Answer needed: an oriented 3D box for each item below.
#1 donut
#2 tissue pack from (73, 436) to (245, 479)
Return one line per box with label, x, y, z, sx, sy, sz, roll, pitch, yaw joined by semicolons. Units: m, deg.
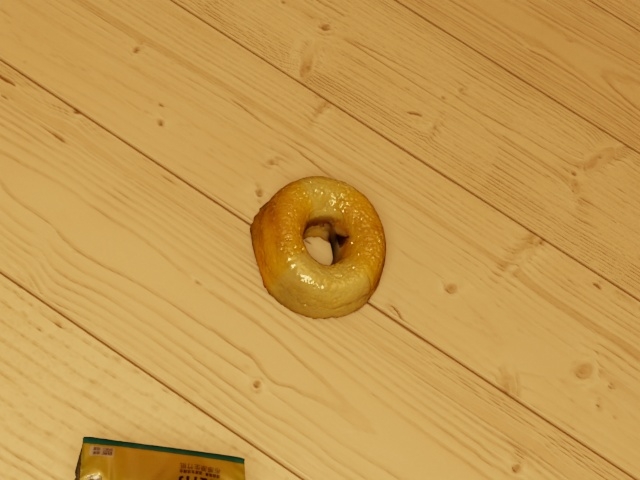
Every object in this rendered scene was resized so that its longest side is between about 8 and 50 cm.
donut;0.002;0.000;1.387;0.174;0.075;0.190;12;55;-10
tissue pack;-0.167;0.265;1.129;0.169;0.120;0.082;11;53;-12
